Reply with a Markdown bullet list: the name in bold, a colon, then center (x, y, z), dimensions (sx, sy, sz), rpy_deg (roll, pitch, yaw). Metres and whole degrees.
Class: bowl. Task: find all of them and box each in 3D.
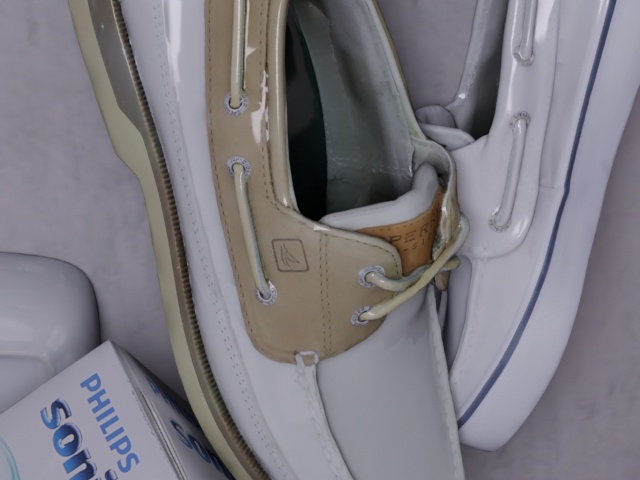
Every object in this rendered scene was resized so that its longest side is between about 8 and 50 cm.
- **bowl**: center (-0.165, 0.078, 0.831), dimensions (0.142, 0.053, 0.142), rpy_deg (-1, 113, -13)

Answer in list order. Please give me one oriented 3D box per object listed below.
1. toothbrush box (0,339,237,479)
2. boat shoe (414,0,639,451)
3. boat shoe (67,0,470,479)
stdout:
- **toothbrush box**: center (-0.138, 0.204, 0.809), dimensions (0.295, 0.126, 0.216), rpy_deg (-34, 145, 3)
- **boat shoe**: center (0.076, -0.036, 0.818), dimensions (0.084, 0.095, 0.258), rpy_deg (12, 101, -13)
- **boat shoe**: center (0.000, 0.000, 0.756), dimensions (0.103, 0.113, 0.302), rpy_deg (-11, 110, 39)
